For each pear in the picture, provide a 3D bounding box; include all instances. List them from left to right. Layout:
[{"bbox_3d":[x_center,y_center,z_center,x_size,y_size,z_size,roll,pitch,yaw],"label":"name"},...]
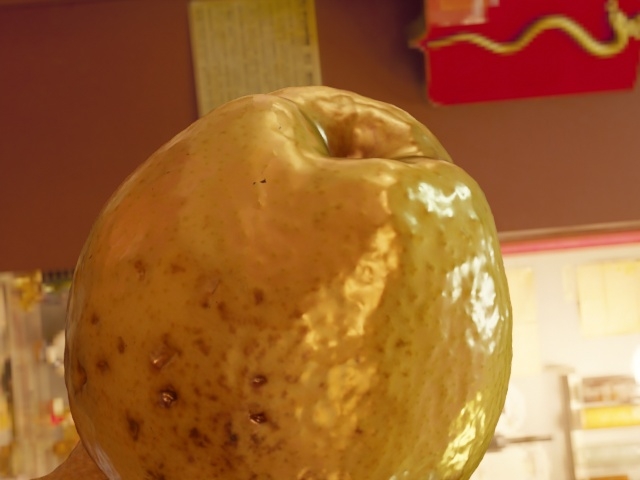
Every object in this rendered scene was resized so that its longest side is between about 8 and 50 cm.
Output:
[{"bbox_3d":[-0.008,0.029,0.451,0.178,0.178,0.178,-5,90,-89],"label":"pear"}]

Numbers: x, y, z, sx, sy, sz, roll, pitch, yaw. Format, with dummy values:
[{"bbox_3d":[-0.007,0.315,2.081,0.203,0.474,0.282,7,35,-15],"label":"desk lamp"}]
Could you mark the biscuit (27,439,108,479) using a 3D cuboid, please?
[{"bbox_3d":[-0.088,0.202,0.860,0.057,0.344,0.287,83,-16,-46],"label":"biscuit"}]
